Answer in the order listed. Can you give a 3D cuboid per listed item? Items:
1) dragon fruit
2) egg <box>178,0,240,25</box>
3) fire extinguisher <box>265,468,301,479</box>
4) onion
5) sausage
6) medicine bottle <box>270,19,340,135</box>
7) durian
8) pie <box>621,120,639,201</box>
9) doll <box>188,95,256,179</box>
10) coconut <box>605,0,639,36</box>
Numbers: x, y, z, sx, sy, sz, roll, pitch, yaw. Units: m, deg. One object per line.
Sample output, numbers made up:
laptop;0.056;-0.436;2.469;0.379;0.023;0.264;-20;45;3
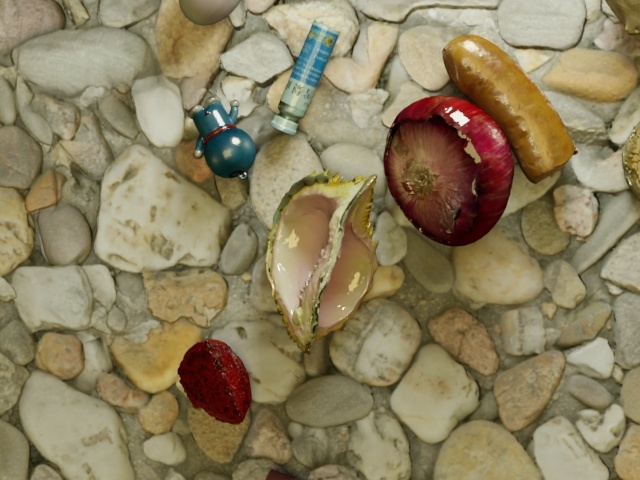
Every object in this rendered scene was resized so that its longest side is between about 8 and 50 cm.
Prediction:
dragon fruit;-0.185;0.239;1.813;0.106;0.083;0.162;-18;104;32
egg;-0.179;-0.420;1.720;0.103;0.103;0.135;38;104;4
fire extinguisher;0.023;0.482;1.784;0.269;0.105;0.105;20;99;8
onion;0.208;-0.113;1.642;0.161;0.248;0.248;-14;94;-18
sausage;0.300;-0.220;1.657;0.109;0.109;0.270;-40;89;12
medicine bottle;-0.026;-0.271;1.737;0.051;0.051;0.191;25;99;6
durian;-0.010;0.007;1.721;0.195;0.185;0.305;23;108;33
pie;0.579;-0.133;1.648;0.195;0.046;0.195;1;95;10
doll;-0.164;-0.167;1.760;0.114;0.085;0.152;-32;80;0
coconut;0.514;-0.395;1.566;0.194;0.194;0.194;1;96;10
